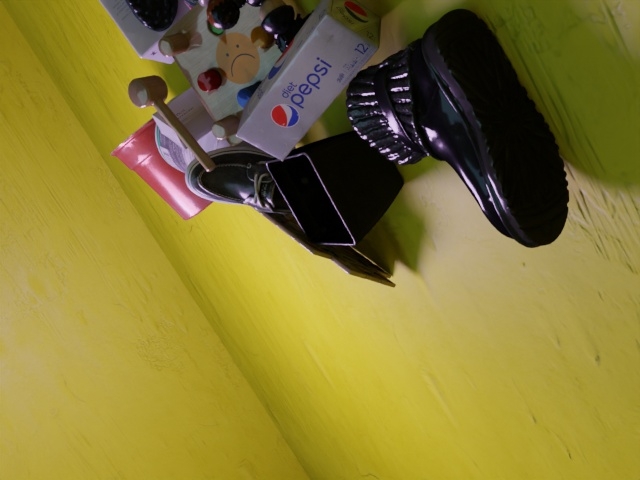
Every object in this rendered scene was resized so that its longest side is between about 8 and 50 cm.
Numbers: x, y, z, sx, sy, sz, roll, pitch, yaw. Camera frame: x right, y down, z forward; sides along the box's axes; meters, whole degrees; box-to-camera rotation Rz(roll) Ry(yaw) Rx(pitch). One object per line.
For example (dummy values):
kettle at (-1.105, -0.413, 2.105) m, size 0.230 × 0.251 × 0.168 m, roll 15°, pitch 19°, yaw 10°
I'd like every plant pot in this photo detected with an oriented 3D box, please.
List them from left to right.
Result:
plant pot at (-0.374, -0.215, 1.921) m, size 0.265 × 0.272 × 0.272 m, roll 51°, pitch 159°, yaw -13°
plant pot at (0.039, -0.113, 1.327) m, size 0.187 × 0.167 × 0.188 m, roll 61°, pitch 156°, yaw -14°

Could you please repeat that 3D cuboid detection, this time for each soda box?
soda box at (-0.024, -0.262, 1.149) m, size 0.098 × 0.091 × 0.286 m, roll 27°, pitch 134°, yaw -20°

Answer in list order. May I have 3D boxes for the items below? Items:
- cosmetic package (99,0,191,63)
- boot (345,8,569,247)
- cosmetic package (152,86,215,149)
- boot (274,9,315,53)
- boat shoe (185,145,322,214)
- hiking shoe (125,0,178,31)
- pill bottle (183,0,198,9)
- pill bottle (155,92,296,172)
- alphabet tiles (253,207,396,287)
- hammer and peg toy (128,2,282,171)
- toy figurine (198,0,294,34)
cosmetic package at (-0.347, -0.497, 1.503) m, size 0.183 × 0.151 × 0.151 m, roll 55°, pitch -164°, yaw 0°
boot at (0.190, -0.134, 1.032) m, size 0.260 × 0.131 × 0.347 m, roll -25°, pitch 89°, yaw 61°
cosmetic package at (-0.229, -0.297, 1.500) m, size 0.099 × 0.239 × 0.060 m, roll 34°, pitch 157°, yaw 41°
boot at (-0.012, -0.333, 1.202) m, size 0.121 × 0.099 × 0.045 m, roll 51°, pitch 157°, yaw 9°
boat shoe at (-0.103, -0.117, 1.429) m, size 0.119 × 0.335 × 0.121 m, roll -112°, pitch 26°, yaw -67°
hiking shoe at (-0.372, -0.553, 1.370) m, size 0.132 × 0.113 × 0.304 m, roll 32°, pitch 149°, yaw 62°
pill bottle at (-0.225, -0.499, 1.311) m, size 0.108 × 0.108 × 0.180 m, roll 53°, pitch 180°, yaw 4°
pill bottle at (-0.223, -0.226, 1.644) m, size 0.361 × 0.204 × 0.204 m, roll 25°, pitch 144°, yaw 50°
alphabet tiles at (0.000, 0.000, 1.539) m, size 0.342 × 0.011 × 0.285 m, roll 36°, pitch -170°, yaw 38°
hammer and peg toy at (-0.181, -0.312, 1.347) m, size 0.361 × 0.127 × 0.266 m, roll -29°, pitch 97°, yaw 35°
toy figurine at (-0.086, -0.412, 1.061) m, size 0.213 × 0.209 × 0.148 m, roll -32°, pitch 88°, yaw 35°
